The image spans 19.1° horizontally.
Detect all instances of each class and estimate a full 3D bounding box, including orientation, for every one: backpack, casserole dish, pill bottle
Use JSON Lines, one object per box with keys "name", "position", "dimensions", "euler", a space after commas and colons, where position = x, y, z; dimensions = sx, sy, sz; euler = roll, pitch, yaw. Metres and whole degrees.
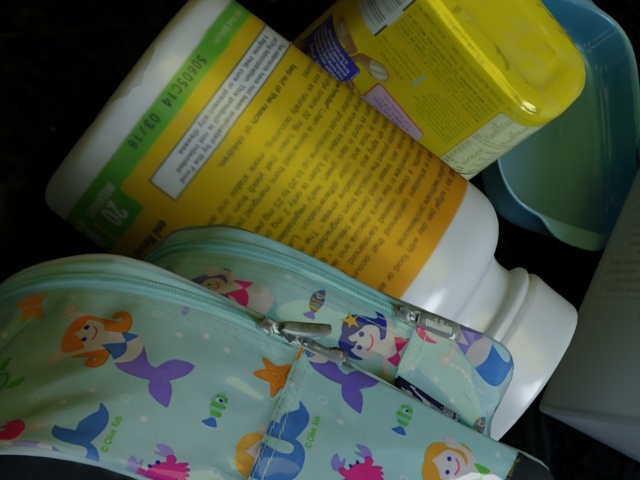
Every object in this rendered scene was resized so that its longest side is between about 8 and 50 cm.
{"name": "backpack", "position": [-0.049, 0.110, 0.805], "dimensions": [0.254, 0.225, 0.191], "euler": [19, 55, -11]}
{"name": "casserole dish", "position": [0.142, -0.073, 1.152], "dimensions": [0.114, 0.037, 0.188], "euler": [17, 57, -27]}
{"name": "pill bottle", "position": [0.000, 0.000, 0.936], "dimensions": [0.246, 0.136, 0.136], "euler": [37, 51, -5]}

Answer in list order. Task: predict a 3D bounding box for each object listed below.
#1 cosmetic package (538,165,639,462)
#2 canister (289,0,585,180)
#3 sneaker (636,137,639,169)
{"name": "cosmetic package", "position": [0.246, 0.048, 1.045], "dimensions": [0.151, 0.151, 0.183], "euler": [29, 80, -19]}
{"name": "canister", "position": [0.044, -0.079, 1.000], "dimensions": [0.126, 0.170, 0.073], "euler": [50, 50, -3]}
{"name": "sneaker", "position": [0.248, -0.021, 1.175], "dimensions": [0.166, 0.065, 0.076], "euler": [38, 6, -26]}
